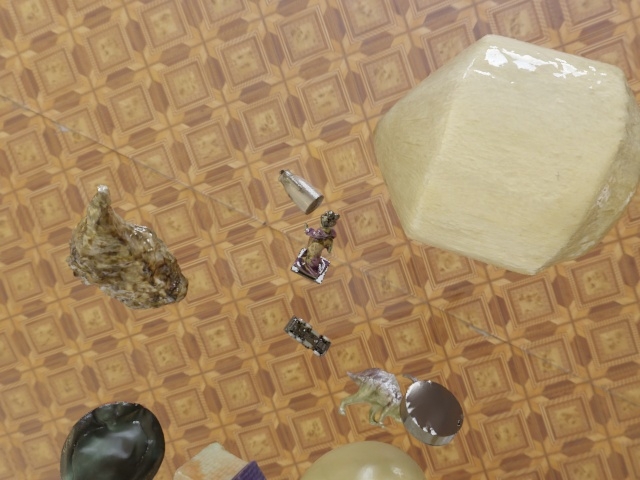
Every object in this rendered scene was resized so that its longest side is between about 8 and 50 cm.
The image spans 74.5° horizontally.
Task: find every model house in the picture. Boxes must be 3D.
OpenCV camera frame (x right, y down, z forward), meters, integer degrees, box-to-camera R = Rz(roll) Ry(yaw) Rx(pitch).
[{"bbox_3d":[-0.307,0.863,1.321,0.279,0.245,0.313,12,94,21],"label":"model house"}]

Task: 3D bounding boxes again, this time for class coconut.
[{"bbox_3d":[0.188,-0.097,0.475,0.265,0.237,0.238,16,98,10],"label":"coconut"}]

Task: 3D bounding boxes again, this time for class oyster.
[{"bbox_3d":[-0.464,0.058,0.970,0.204,0.396,0.111,-32,48,-8],"label":"oyster"}]

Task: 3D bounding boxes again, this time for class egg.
[{"bbox_3d":[0.054,0.393,0.604,0.186,0.186,0.242,34,114,1],"label":"egg"}]

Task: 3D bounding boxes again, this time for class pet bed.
[{"bbox_3d":[-0.410,0.421,0.838,0.201,0.053,0.201,12,64,-27],"label":"pet bed"}]

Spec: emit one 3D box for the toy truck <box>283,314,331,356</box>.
[{"bbox_3d":[-0.053,0.388,1.701,0.192,0.092,0.083,37,72,0],"label":"toy truck"}]

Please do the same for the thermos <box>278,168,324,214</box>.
[{"bbox_3d":[-0.090,-0.207,1.672,0.105,0.137,0.193,-44,79,1],"label":"thermos"}]

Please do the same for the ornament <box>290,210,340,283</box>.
[{"bbox_3d":[-0.009,-0.001,0.950,0.081,0.088,0.203,20,138,6],"label":"ornament"}]

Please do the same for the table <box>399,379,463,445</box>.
[{"bbox_3d":[0.246,0.381,0.936,0.133,0.133,0.043,17,128,4],"label":"table"}]

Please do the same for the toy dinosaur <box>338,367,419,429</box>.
[{"bbox_3d":[0.179,0.466,1.250,0.294,0.077,0.162,3,66,33],"label":"toy dinosaur"}]
